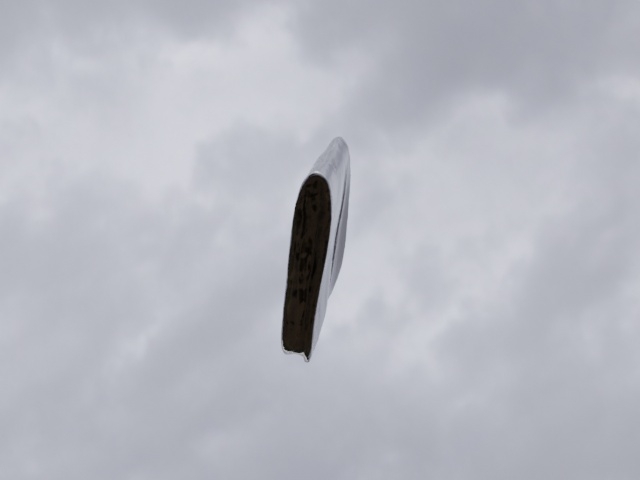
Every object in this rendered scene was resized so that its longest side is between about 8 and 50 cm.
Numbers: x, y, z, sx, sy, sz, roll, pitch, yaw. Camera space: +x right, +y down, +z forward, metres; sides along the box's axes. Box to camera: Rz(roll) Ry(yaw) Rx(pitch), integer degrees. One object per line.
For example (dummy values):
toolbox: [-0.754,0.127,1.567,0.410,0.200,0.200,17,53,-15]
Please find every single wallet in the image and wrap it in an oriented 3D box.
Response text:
wallet: [0.000,0.000,0.598,0.018,0.157,0.082,9,-78,3]
